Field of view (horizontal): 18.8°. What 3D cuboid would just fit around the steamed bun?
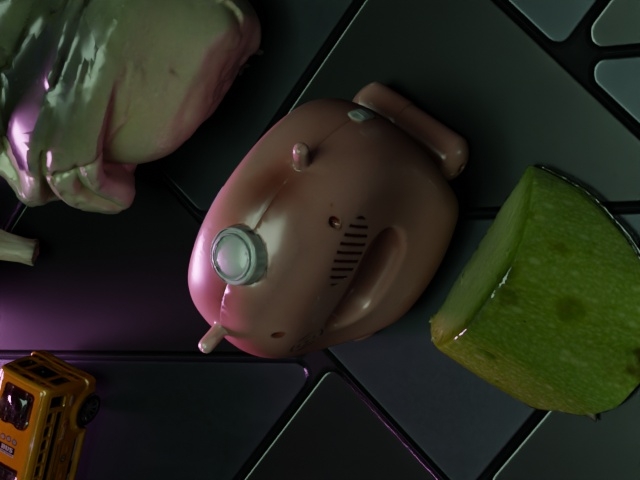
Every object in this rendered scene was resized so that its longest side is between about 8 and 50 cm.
[{"bbox_3d":[-0.231,-0.165,1.724,0.320,0.206,0.275,-39,74,28],"label":"steamed bun"}]

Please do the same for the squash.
[{"bbox_3d":[0.177,0.059,1.557,0.184,0.085,0.192,40,118,23],"label":"squash"}]

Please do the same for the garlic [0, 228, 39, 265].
[{"bbox_3d":[-0.383,0.006,1.881,0.212,0.218,0.218,-6,94,5],"label":"garlic"}]

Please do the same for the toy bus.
[{"bbox_3d":[-0.285,0.211,1.883,0.083,0.088,0.194,24,109,28],"label":"toy bus"}]

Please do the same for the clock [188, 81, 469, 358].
[{"bbox_3d":[0.000,0.000,1.575,0.142,0.241,0.227,36,114,21],"label":"clock"}]
